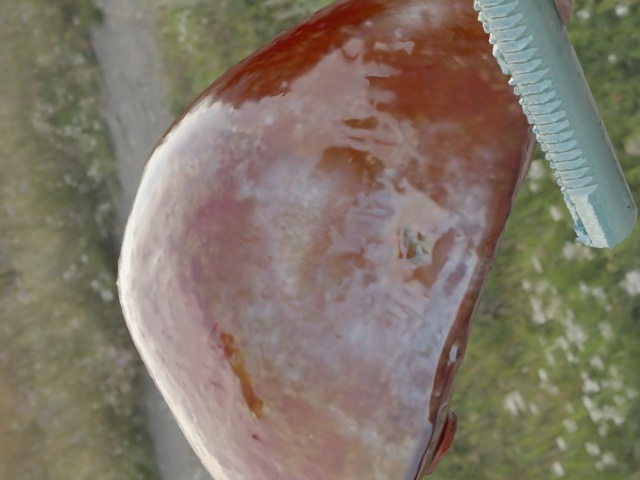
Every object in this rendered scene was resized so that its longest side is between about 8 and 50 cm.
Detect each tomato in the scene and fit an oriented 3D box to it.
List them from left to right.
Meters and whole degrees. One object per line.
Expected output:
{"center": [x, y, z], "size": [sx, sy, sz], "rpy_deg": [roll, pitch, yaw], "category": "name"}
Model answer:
{"center": [0.000, 0.000, 0.557], "size": [0.200, 0.140, 0.233], "rpy_deg": [98, -171, -84], "category": "tomato"}

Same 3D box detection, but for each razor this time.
{"center": [0.037, -0.057, 0.323], "size": [0.211, 0.036, 0.084], "rpy_deg": [45, -145, -48], "category": "razor"}
